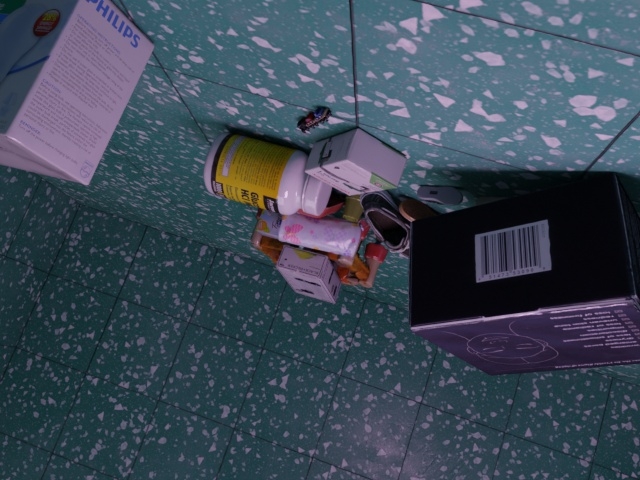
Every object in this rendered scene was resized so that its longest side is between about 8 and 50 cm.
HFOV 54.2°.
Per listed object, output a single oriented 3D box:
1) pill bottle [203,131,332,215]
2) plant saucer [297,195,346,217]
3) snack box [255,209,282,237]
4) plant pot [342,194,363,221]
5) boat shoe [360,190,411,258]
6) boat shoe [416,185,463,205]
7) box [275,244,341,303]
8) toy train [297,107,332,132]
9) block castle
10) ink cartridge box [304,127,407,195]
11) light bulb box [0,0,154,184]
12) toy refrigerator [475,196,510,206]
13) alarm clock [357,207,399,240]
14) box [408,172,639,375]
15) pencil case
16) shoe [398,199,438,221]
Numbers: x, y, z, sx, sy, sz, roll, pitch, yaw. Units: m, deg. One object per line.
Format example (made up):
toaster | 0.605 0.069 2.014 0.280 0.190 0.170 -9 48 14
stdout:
pill bottle | -0.142 -0.179 1.761 0.334 0.187 0.188 16 167 14
plant saucer | -0.068 -0.127 1.965 0.259 0.047 0.258 17 -167 14
snack box | -0.097 -0.082 2.149 0.207 0.174 0.070 14 168 23
plant pot | 0.106 -0.102 1.973 0.083 0.079 0.083 18 167 4
boat shoe | 0.224 -0.018 1.864 0.121 0.119 0.335 -28 125 33
boat shoe | 0.323 -0.118 1.661 0.142 0.049 0.040 17 175 44
box | -0.034 0.123 2.206 0.169 0.087 0.290 14 162 18
toy train | -0.017 -0.288 1.486 0.036 0.027 0.158 36 163 -19
block castle | 0.000 0.000 2.299 0.454 0.212 0.303 9 159 29
ink cartridge box | 0.084 -0.192 1.583 0.160 0.092 0.219 26 166 -25
light bulb box | -0.618 -0.349 1.349 0.358 0.360 0.225 13 165 27
toy refrigerator | 0.518 -0.018 1.674 0.102 0.094 0.270 7 162 46
alarm clock | 0.213 -0.051 1.971 0.192 0.064 0.129 3 145 -4
box | 0.530 0.119 1.490 0.480 0.297 0.472 -13 148 33
pencil case | -0.003 -0.030 2.019 0.273 0.124 0.113 14 177 -1
shoe | 0.314 -0.055 1.847 0.219 0.076 0.058 22 146 -24
